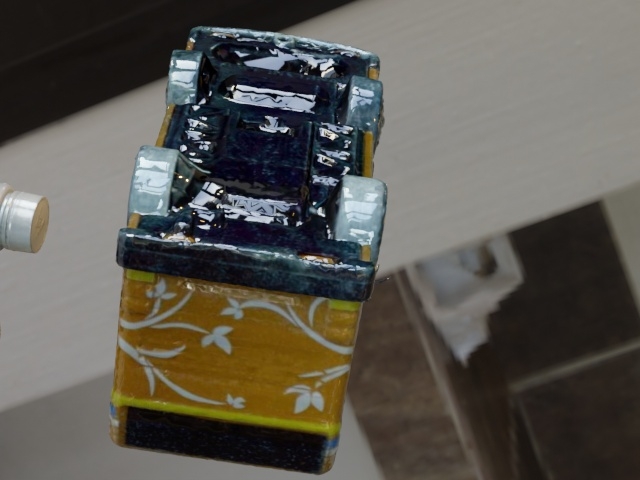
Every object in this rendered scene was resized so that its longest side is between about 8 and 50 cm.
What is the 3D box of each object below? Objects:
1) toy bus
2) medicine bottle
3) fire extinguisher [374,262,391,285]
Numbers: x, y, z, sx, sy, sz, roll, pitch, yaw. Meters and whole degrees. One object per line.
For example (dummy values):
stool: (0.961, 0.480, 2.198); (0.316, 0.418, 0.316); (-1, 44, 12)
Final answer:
toy bus: (-0.043, -0.008, 0.969); (0.323, 0.162, 0.194); (-85, -177, -60)
medicine bottle: (-0.374, -0.028, 1.589); (0.080, 0.130, 0.080); (10, 90, -86)
fire extinguisher: (0.000, 0.000, 1.600); (0.173, 0.035, 0.049); (41, -18, 5)
